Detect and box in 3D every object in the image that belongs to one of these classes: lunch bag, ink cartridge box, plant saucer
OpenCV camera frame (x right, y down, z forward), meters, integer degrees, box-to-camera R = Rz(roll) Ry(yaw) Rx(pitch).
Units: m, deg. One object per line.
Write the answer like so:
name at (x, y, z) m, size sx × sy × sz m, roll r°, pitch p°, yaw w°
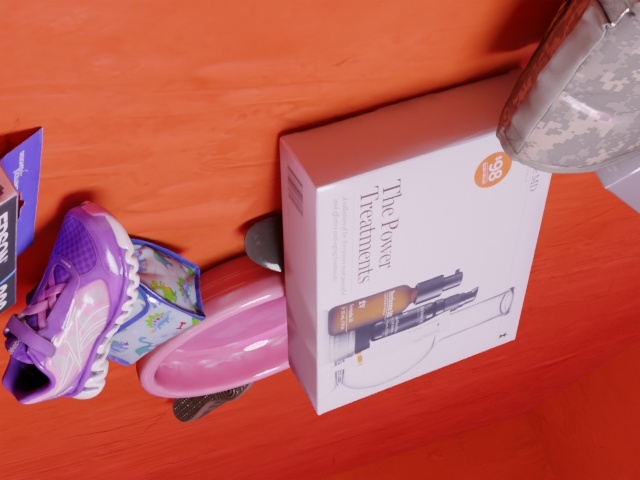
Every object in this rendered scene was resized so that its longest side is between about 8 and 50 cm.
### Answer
lunch bag at (0.311, -0.191, 0.917) m, size 0.287 × 0.169 × 0.235 m, roll -18°, pitch 159°, yaw -26°
lunch bag at (-0.221, 0.062, 1.076) m, size 0.129 × 0.096 × 0.151 m, roll -32°, pitch 139°, yaw 23°
ink cartridge box at (-0.306, 0.025, 0.839) m, size 0.208 × 0.045 × 0.206 m, roll -44°, pitch 172°, yaw -32°
plant saucer at (-0.090, 0.102, 1.311) m, size 0.332 × 0.084 × 0.332 m, roll -21°, pitch 158°, yaw -9°

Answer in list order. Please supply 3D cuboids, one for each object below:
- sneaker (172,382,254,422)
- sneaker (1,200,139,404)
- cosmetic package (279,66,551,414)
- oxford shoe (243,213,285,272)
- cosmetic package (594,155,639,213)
sneaker at (-0.162, 0.232, 1.596) m, size 0.188 × 0.066 × 0.071 m, roll -32°, pitch 175°, yaw 33°
sneaker at (-0.252, 0.073, 0.960) m, size 0.104 × 0.095 × 0.236 m, roll -17°, pitch 136°, yaw -47°
cosmetic package at (0.105, 0.012, 1.123) m, size 0.284 × 0.097 × 0.377 m, roll -20°, pitch 139°, yaw -18°
oxford shoe at (0.000, 0.000, 1.190) m, size 0.212 × 0.076 × 0.076 m, roll -2°, pitch -172°, yaw -27°
cosmetic package at (0.399, -0.117, 1.243) m, size 0.107 × 0.127 × 0.238 m, roll -34°, pitch 155°, yaw 24°
